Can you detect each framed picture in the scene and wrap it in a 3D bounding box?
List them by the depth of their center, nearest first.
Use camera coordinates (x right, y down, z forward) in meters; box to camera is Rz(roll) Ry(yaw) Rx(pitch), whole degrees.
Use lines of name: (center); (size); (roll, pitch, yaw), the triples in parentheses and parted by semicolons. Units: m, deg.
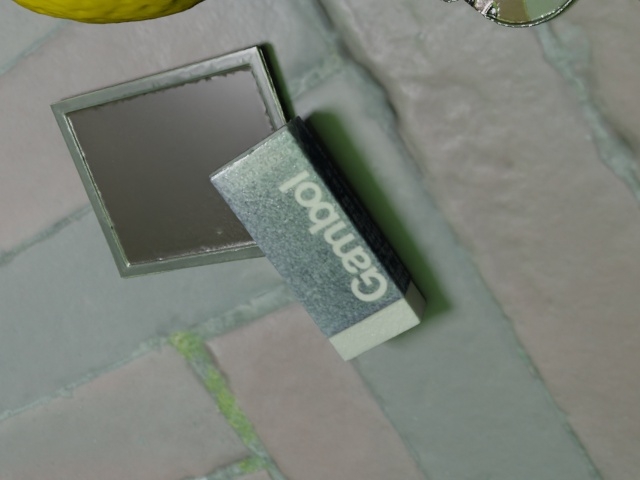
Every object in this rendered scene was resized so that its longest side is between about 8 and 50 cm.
framed picture: (-0.127, -0.067, 1.067); (0.252, 0.014, 0.197); (-9, 110, 30)

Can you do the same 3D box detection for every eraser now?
eraser: (0.000, 0.000, 1.000); (0.092, 0.046, 0.212); (-30, 103, 23)

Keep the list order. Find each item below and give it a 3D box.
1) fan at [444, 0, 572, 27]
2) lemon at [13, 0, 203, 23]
fan: (0.183, -0.215, 0.836); (0.227, 0.008, 0.152); (29, 123, 12)
lemon: (-0.152, -0.316, 0.773); (0.336, 0.336, 0.336); (12, 119, 22)
